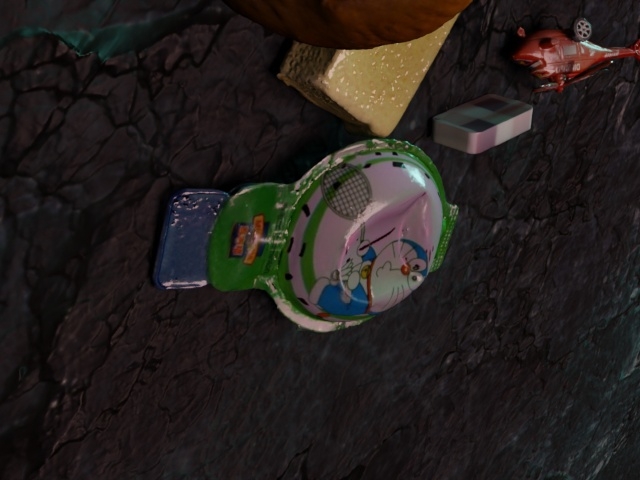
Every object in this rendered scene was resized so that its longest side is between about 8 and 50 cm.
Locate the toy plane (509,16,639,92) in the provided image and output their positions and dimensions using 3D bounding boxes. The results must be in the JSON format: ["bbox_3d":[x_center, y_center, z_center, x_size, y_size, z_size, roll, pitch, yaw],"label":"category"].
[{"bbox_3d":[0.299,-0.208,1.051,0.194,0.126,0.077,-10,90,-4],"label":"toy plane"}]

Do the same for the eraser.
[{"bbox_3d":[0.171,-0.124,1.001,0.105,0.065,0.026,-27,130,-37],"label":"eraser"}]

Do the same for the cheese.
[{"bbox_3d":[0.000,0.000,0.869,0.320,0.083,0.204,-2,117,-36],"label":"cheese"}]

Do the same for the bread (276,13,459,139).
[{"bbox_3d":[0.052,-0.193,0.832,0.125,0.068,0.188,29,89,-51],"label":"bread"}]

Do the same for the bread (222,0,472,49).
[{"bbox_3d":[0.004,-0.273,0.574,0.172,0.312,0.312,-41,137,-41],"label":"bread"}]
